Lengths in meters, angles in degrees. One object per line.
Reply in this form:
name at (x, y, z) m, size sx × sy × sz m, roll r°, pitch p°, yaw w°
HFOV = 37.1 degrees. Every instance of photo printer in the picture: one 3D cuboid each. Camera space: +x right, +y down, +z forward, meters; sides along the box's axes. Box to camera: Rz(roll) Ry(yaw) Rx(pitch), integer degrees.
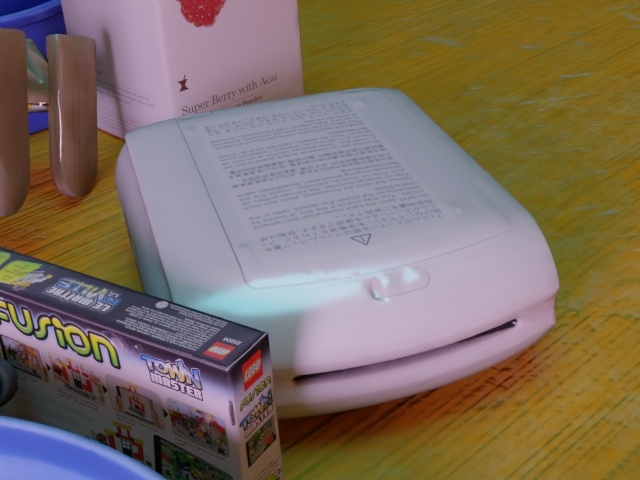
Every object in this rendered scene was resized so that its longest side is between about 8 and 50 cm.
photo printer at (0.000, 0.000, 0.667) m, size 0.256 × 0.107 × 0.307 m, roll -12°, pitch 31°, yaw -13°

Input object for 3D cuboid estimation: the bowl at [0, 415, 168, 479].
bowl at (-0.190, 0.219, 0.307) m, size 0.391 × 0.077 × 0.391 m, roll 0°, pitch 34°, yaw 0°

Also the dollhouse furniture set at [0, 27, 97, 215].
dollhouse furniture set at (-0.419, -0.041, 0.748) m, size 0.362 × 0.256 × 0.394 m, roll 3°, pitch 10°, yaw 11°

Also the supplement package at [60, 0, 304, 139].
supplement package at (-0.142, -0.257, 0.943) m, size 0.177 × 0.293 × 0.175 m, roll -29°, pitch 38°, yaw -36°

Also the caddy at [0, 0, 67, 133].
caddy at (-0.355, -0.249, 1.069) m, size 0.241 × 0.179 × 0.341 m, roll 12°, pitch 33°, yaw 24°

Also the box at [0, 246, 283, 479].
box at (-0.118, 0.079, 0.536) m, size 0.207 × 0.114 × 0.036 m, roll 15°, pitch 34°, yaw 28°

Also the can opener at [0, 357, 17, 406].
can opener at (-0.306, 0.121, 0.511) m, size 0.280 × 0.074 × 0.093 m, roll -9°, pitch -3°, yaw -2°
